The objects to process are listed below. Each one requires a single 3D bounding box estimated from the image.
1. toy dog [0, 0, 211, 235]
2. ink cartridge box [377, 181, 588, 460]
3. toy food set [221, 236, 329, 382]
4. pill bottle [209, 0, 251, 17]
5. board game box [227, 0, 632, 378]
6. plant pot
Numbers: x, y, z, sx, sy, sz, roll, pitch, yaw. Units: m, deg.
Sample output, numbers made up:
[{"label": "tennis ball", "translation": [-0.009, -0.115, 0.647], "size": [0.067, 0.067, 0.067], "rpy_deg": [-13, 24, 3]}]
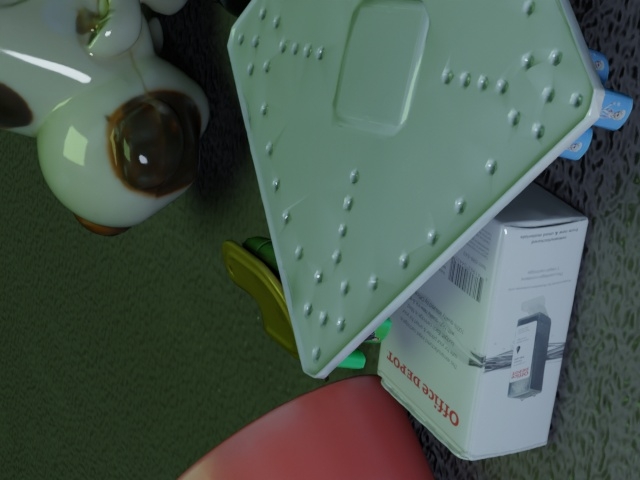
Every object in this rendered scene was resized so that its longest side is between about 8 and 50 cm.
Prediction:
[{"label": "toy dog", "translation": [-0.300, -0.199, 1.789], "size": [0.408, 0.395, 0.284], "rpy_deg": [43, 137, -3]}, {"label": "ink cartridge box", "translation": [0.132, 0.053, 1.331], "size": [0.158, 0.092, 0.218], "rpy_deg": [42, 130, 52]}, {"label": "toy food set", "translation": [-0.026, 0.056, 1.662], "size": [0.218, 0.071, 0.128], "rpy_deg": [35, 151, 56]}, {"label": "pill bottle", "translation": [-0.110, -0.325, 1.645], "size": [0.219, 0.123, 0.123], "rpy_deg": [53, 140, 42]}, {"label": "board game box", "translation": [0.067, -0.142, 1.304], "size": [0.390, 0.050, 0.390], "rpy_deg": [-47, 46, 41]}, {"label": "plant pot", "translation": [0.012, 0.300, 1.464], "size": [0.243, 0.275, 0.275], "rpy_deg": [57, 144, 20]}]
